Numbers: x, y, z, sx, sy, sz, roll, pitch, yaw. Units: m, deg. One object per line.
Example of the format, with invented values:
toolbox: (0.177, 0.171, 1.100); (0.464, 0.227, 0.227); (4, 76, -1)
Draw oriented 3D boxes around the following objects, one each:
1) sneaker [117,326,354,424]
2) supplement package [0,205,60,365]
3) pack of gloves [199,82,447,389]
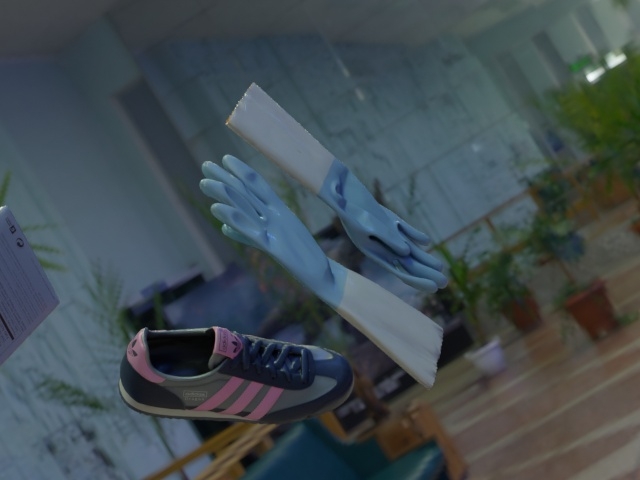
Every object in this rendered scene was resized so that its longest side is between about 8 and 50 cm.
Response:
sneaker: (-0.102, 0.168, 1.645); (0.318, 0.112, 0.131); (-1, -38, -13)
supplement package: (-0.323, 0.066, 1.049); (0.105, 0.105, 0.179); (-9, 27, 30)
pack of gloves: (0.000, 0.000, 0.977); (0.046, 0.232, 0.195); (-44, 12, 27)
